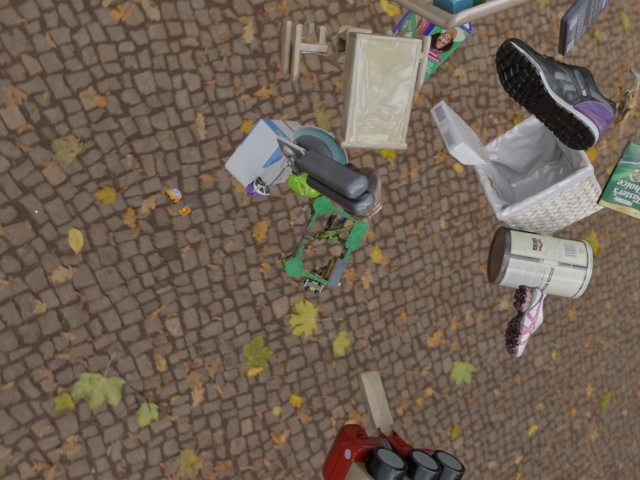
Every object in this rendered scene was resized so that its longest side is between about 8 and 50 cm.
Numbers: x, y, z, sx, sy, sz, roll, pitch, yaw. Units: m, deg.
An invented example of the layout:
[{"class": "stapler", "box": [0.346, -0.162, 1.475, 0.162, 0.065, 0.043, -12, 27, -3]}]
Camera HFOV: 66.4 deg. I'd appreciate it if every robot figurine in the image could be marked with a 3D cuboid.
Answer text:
[{"class": "robot figurine", "box": [-0.043, -0.171, 1.499, 0.101, 0.115, 0.067, -40, 148, -47]}]

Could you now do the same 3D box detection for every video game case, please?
[{"class": "video game case", "box": [0.667, -0.590, 1.151, 0.274, 0.026, 0.196, -52, 160, 13]}]

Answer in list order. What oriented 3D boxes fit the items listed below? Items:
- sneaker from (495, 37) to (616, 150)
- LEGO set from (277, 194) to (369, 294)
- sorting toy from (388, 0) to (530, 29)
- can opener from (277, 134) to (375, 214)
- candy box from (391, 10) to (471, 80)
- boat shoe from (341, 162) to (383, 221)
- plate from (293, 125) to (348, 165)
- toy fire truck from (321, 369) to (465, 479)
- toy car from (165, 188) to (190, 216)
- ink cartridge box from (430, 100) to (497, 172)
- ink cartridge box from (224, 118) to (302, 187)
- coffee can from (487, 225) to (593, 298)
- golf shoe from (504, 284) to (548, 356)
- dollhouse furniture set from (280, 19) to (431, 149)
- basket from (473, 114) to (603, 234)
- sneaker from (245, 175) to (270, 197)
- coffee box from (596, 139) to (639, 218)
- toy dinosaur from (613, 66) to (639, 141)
[{"class": "sneaker", "box": [0.496, -0.329, 1.033, 0.124, 0.107, 0.283, -44, 92, -13]}, {"class": "LEGO set", "box": [0.000, 0.000, 1.654, 0.255, 0.192, 0.331, 16, 96, -17]}, {"class": "sorting toy", "box": [0.219, -0.361, 0.691, 0.193, 0.208, 0.038, -21, 128, -6]}, {"class": "can opener", "box": [0.013, -0.140, 0.890, 0.095, 0.283, 0.076, -39, 131, -13]}, {"class": "candy box", "box": [0.335, -0.666, 1.608, 0.122, 0.317, 0.268, 22, 52, -20]}, {"class": "boat shoe", "box": [0.101, -0.108, 1.210, 0.123, 0.324, 0.116, -35, 109, 6]}, {"class": "plate", "box": [0.003, -0.275, 1.476, 0.188, 0.188, 0.024, 47, 59, -24]}, {"class": "toy fire truck", "box": [0.097, 0.347, 0.844, 0.217, 0.246, 0.158, 19, 97, -34]}, {"class": "toy car", "box": [-0.403, -0.107, 1.417, 0.041, 0.122, 0.060, -36, 154, -12]}, {"class": "ink cartridge box", "box": [0.433, -0.298, 1.480, 0.225, 0.056, 0.181, 25, 41, -44]}, {"class": "ink cartridge box", "box": [-0.174, -0.320, 1.802, 0.129, 0.307, 0.223, 45, 113, 7]}, {"class": "coffee can", "box": [0.727, 0.074, 1.646, 0.276, 0.201, 0.201, 10, 87, 6]}, {"class": "golf shoe", "box": [0.529, 0.210, 1.247, 0.086, 0.067, 0.186, 14, 92, -8]}, {"class": "dollhouse furniture set", "box": [0.100, -0.420, 1.294, 0.362, 0.394, 0.256, -1, 117, -14]}, {"class": "basket", "box": [0.769, -0.221, 1.727, 0.266, 0.331, 0.328, 32, 37, -39]}, {"class": "sneaker", "box": [-0.209, -0.162, 1.588, 0.071, 0.170, 0.068, -38, 102, 0]}, {"class": "coffee box", "box": [0.836, -0.161, 1.307, 0.040, 0.113, 0.184, -23, 136, -68]}, {"class": "toy dinosaur", "box": [0.762, -0.318, 1.222, 0.112, 0.064, 0.211, -21, 131, -21]}]
